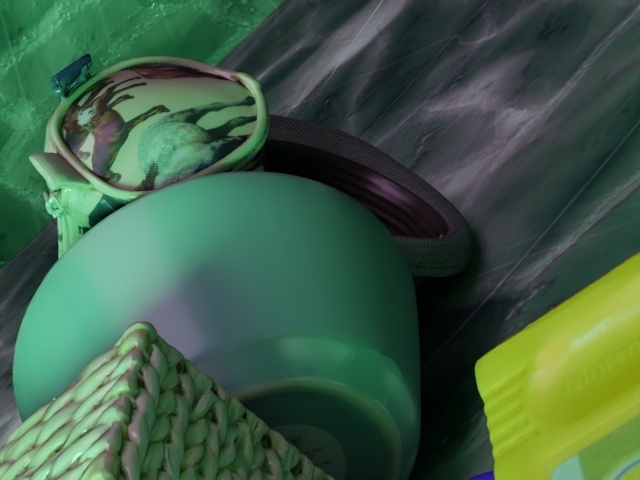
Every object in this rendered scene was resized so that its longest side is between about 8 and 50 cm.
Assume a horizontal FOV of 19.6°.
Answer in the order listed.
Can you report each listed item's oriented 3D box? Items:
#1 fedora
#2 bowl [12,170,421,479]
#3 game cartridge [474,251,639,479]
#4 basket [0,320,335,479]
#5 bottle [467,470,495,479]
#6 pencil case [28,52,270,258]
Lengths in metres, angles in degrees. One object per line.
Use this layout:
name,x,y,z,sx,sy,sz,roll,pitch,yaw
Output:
fedora,0.000,0.000,1.606,0.275,0.244,0.124,41,118,48
bowl,-0.053,0.123,1.319,0.311,0.311,0.163,-42,35,11
game cartridge,0.209,0.116,0.858,0.285,0.053,0.323,-37,41,27
basket,-0.134,0.286,1.111,0.331,0.266,0.328,-42,17,19
bottle,0.065,0.245,0.940,0.092,0.118,0.283,-53,0,45
pencil case,-0.140,0.042,1.485,0.184,0.410,0.160,-14,50,-19
